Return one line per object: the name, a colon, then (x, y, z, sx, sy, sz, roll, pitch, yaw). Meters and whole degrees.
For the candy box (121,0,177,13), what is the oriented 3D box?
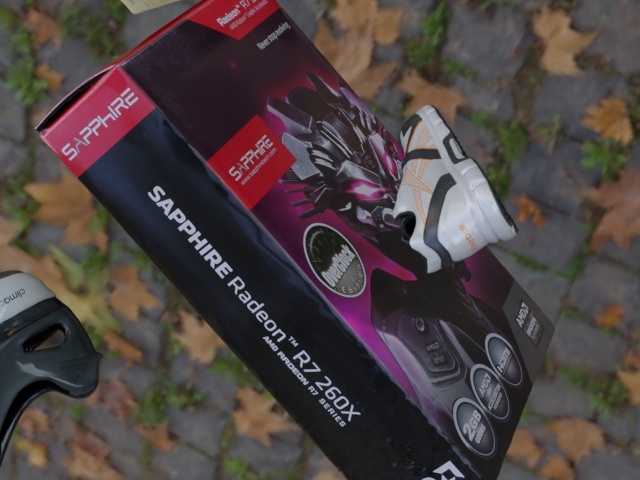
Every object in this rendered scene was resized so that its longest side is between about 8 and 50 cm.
candy box: (-0.044, -0.329, 1.260, 0.316, 0.183, 0.087, -13, 144, 27)

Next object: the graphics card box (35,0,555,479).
graphics card box: (0.000, 0.000, 1.012, 0.094, 0.233, 0.371, -36, 98, 30)

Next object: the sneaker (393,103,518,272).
sneaker: (0.046, -0.023, 0.605, 0.044, 0.109, 0.040, -33, 114, 6)

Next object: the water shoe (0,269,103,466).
water shoe: (-0.189, 0.101, 0.655, 0.080, 0.203, 0.073, 46, 168, 4)
